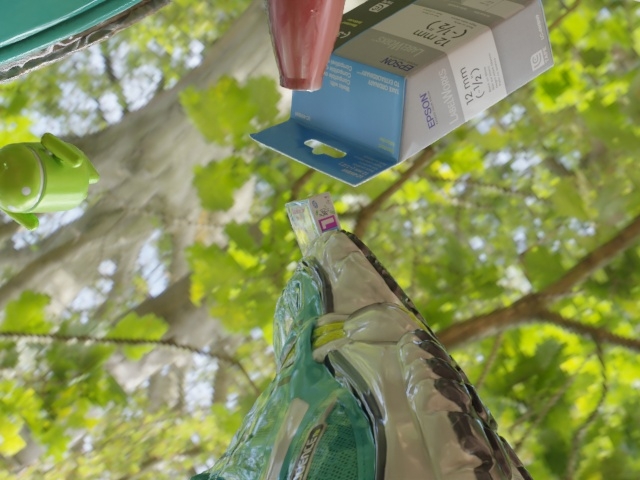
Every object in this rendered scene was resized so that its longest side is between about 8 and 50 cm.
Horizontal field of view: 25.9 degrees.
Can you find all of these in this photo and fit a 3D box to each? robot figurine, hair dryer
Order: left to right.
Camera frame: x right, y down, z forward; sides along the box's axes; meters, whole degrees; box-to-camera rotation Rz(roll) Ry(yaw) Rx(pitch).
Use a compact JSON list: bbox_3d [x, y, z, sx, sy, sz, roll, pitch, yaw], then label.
[{"bbox_3d":[-0.266,-0.060,1.314,0.115,0.101,0.067,-5,-127,-53],"label":"robot figurine"},{"bbox_3d":[-0.027,-0.268,1.221,0.080,0.223,0.293,-4,-110,-13],"label":"hair dryer"}]

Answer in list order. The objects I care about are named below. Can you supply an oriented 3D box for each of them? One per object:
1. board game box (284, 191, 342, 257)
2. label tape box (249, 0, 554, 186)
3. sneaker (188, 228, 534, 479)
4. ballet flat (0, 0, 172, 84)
[{"bbox_3d":[0.000,0.000,1.576,0.026,0.154,0.103,-20,-87,-10],"label":"board game box"},{"bbox_3d":[0.096,-0.225,1.846,0.348,0.249,0.115,-31,-57,-24],"label":"label tape box"},{"bbox_3d":[-0.001,0.070,0.463,0.110,0.275,0.107,-33,-83,2],"label":"sneaker"},{"bbox_3d":[-0.022,-0.134,0.319,0.107,0.316,0.106,55,-166,-28],"label":"ballet flat"}]
